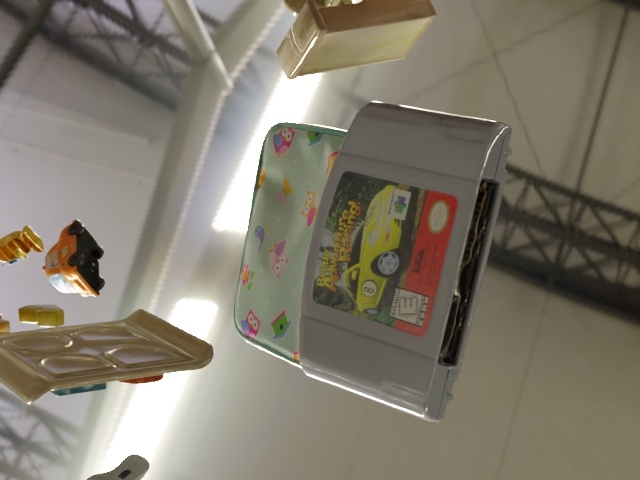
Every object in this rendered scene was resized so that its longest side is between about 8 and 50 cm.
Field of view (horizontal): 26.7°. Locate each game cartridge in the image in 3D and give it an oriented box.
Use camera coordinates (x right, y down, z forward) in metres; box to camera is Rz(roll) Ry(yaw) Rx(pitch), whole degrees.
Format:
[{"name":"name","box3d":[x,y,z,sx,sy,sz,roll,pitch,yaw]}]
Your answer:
[{"name":"game cartridge","box3d":[0.074,0.013,1.345,0.196,0.060,0.294,15,-88,46]}]

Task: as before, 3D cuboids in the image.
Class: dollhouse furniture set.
[{"name":"dollhouse furniture set","box3d":[0.005,-0.330,1.595,0.161,0.212,0.242,-14,-109,-28]}]

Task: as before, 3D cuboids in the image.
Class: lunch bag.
[{"name":"lunch bag","box3d":[0.000,0.000,1.551,0.224,0.107,0.279,17,-84,56]}]

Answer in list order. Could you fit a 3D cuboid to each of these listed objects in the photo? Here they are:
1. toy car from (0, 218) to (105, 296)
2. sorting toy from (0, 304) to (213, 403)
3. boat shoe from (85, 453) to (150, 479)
[{"name":"toy car","box3d":[-0.195,0.004,0.945,0.040,0.122,0.060,-23,-118,12]},{"name":"sorting toy","box3d":[-0.295,0.129,1.610,0.229,0.041,0.307,-10,-164,-32]},{"name":"boat shoe","box3d":[-0.207,0.244,1.327,0.035,0.035,0.100,35,-151,12]}]
